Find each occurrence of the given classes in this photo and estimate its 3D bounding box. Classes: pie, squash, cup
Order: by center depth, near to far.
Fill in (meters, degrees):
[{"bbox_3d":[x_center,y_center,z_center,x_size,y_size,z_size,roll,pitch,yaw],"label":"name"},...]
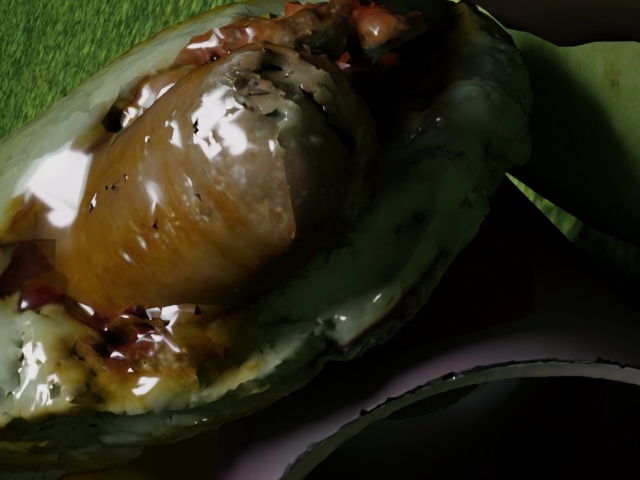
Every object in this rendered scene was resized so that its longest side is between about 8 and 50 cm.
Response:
[{"bbox_3d":[-0.056,0.005,0.607,0.274,0.105,0.257,-30,2,20],"label":"pie"},{"bbox_3d":[0.044,0.068,0.664,0.288,0.203,0.203,-109,40,-67],"label":"cup"},{"bbox_3d":[0.105,-0.067,0.692,0.118,0.118,0.370,-68,24,12],"label":"squash"}]

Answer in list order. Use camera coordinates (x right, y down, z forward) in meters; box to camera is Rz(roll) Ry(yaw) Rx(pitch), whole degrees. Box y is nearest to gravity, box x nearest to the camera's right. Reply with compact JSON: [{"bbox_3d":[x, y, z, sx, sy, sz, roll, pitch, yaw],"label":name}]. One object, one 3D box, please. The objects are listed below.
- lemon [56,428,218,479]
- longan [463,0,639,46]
[{"bbox_3d":[-0.120,0.162,0.836,0.297,0.297,0.297,-52,29,44],"label":"lemon"},{"bbox_3d":[0.099,-0.241,0.490,0.391,0.391,0.391,-52,29,44],"label":"longan"}]
